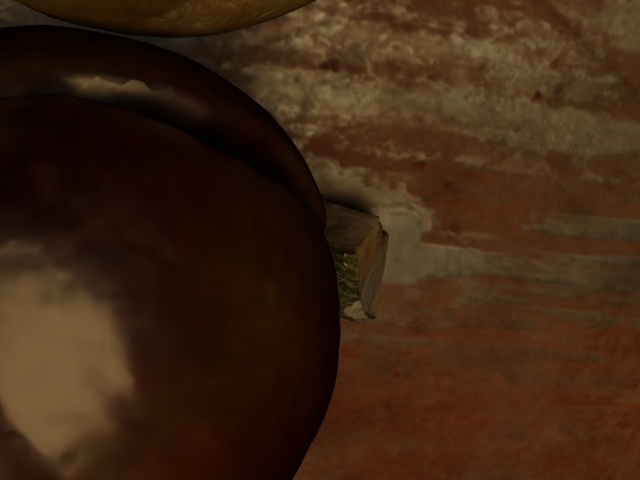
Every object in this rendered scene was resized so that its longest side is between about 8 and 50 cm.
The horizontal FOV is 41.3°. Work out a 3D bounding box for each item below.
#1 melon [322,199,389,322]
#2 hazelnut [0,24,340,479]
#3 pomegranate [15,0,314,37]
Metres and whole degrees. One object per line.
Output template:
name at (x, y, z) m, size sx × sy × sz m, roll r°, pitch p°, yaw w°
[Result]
melon at (-0.001, 0.003, 0.731) m, size 0.202 × 0.139 × 0.093 m, roll 33°, pitch 84°, yaw -19°
hazelnut at (-0.199, 0.067, 0.559) m, size 0.429 × 0.402 × 0.402 m, roll -5°, pitch 117°, yaw 15°
pomegranate at (-0.086, -0.277, 0.465) m, size 0.332 × 0.332 × 0.333 m, roll -4°, pitch 116°, yaw -8°
